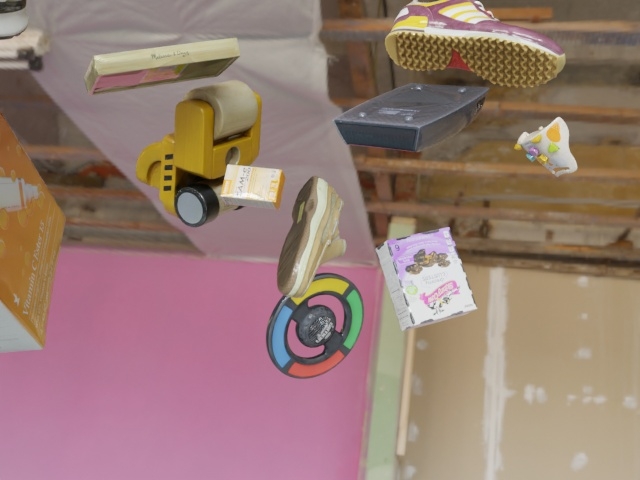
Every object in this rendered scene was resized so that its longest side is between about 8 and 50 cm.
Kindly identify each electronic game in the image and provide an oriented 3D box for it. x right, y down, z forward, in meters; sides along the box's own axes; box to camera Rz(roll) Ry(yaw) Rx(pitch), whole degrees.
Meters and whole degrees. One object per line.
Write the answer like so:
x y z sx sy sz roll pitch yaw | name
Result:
-0.008 0.173 1.516 0.229 0.229 0.048 25 3 -39 | electronic game

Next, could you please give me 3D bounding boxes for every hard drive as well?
0.154 -0.204 1.233 0.172 0.054 0.255 11 29 33 | hard drive

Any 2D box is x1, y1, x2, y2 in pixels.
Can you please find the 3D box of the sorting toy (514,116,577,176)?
0.316 -0.120 1.043 0.075 0.045 0.083 47 -17 -7 | sorting toy

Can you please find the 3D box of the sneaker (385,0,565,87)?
0.163 -0.215 0.777 0.185 0.084 0.069 16 -27 21 | sneaker

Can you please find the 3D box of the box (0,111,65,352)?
-0.452 -0.033 0.889 0.168 0.215 0.345 -4 -33 2 | box

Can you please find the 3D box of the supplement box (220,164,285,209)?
-0.115 -0.092 1.296 0.098 0.062 0.036 6 -18 11 | supplement box

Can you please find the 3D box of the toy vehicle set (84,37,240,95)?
-0.300 -0.327 1.423 0.267 0.035 0.166 -14 3 -24 | toy vehicle set

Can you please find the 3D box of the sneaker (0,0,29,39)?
-0.605 -0.417 1.040 0.447 0.169 0.257 -21 -34 -47 | sneaker

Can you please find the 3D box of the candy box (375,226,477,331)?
0.234 0.085 1.670 0.165 0.196 0.070 -12 -14 -22 | candy box

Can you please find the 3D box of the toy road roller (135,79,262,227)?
-0.284 -0.203 1.694 0.241 0.329 0.202 21 28 25 | toy road roller

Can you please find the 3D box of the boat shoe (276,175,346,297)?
0.000 0.000 0.920 0.072 0.190 0.068 31 -44 -17 | boat shoe
